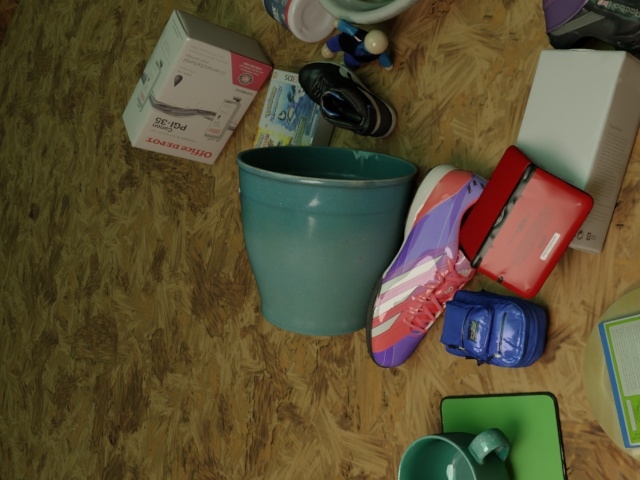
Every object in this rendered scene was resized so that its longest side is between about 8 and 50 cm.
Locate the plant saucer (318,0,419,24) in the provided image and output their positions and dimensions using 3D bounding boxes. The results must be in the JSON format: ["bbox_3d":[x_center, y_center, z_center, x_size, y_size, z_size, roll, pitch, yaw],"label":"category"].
[{"bbox_3d":[0.139,-0.537,1.108,0.401,0.101,0.399,-11,76,49],"label":"plant saucer"}]

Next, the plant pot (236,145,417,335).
[{"bbox_3d":[0.000,0.000,1.067,0.272,0.272,0.255,25,117,49],"label":"plant pot"}]

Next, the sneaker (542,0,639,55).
[{"bbox_3d":[0.393,-0.278,0.788,0.283,0.107,0.124,10,111,50],"label":"sneaker"}]

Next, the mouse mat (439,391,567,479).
[{"bbox_3d":[0.239,0.283,0.916,0.190,0.007,0.152,-16,71,46],"label":"mouse mat"}]

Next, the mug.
[{"bbox_3d":[0.190,0.313,0.887,0.158,0.098,0.129,-22,67,45],"label":"mug"}]

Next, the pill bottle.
[{"bbox_3d":[-0.050,-0.461,1.311,0.180,0.108,0.107,50,120,43],"label":"pill bottle"}]

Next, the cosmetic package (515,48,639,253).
[{"bbox_3d":[0.310,-0.111,0.846,0.117,0.086,0.230,23,99,49],"label":"cosmetic package"}]

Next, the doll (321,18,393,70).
[{"bbox_3d":[0.067,-0.321,1.142,0.046,0.129,0.189,-58,18,-4],"label":"doll"}]

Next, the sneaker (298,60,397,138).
[{"bbox_3d":[0.020,-0.247,1.141,0.217,0.121,0.079,38,113,28],"label":"sneaker"}]

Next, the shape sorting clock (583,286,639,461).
[{"bbox_3d":[0.386,0.145,0.741,0.206,0.040,0.206,-18,66,47],"label":"shape sorting clock"}]

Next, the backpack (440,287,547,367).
[{"bbox_3d":[0.224,0.120,0.892,0.120,0.101,0.097,10,98,46],"label":"backpack"}]

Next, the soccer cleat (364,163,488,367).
[{"bbox_3d":[0.159,0.052,0.980,0.116,0.109,0.318,30,103,44],"label":"soccer cleat"}]

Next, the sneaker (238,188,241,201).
[{"bbox_3d":[-0.078,-0.049,1.288,0.236,0.095,0.104,16,103,49],"label":"sneaker"}]

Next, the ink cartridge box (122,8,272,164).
[{"bbox_3d":[-0.266,-0.315,1.461,0.283,0.207,0.117,-53,46,30],"label":"ink cartridge box"}]

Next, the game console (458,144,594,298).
[{"bbox_3d":[0.244,-0.024,0.833,0.124,0.085,0.144,32,113,15],"label":"game console"}]

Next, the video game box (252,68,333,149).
[{"bbox_3d":[-0.051,-0.217,1.317,0.187,0.048,0.205,27,104,51],"label":"video game box"}]
